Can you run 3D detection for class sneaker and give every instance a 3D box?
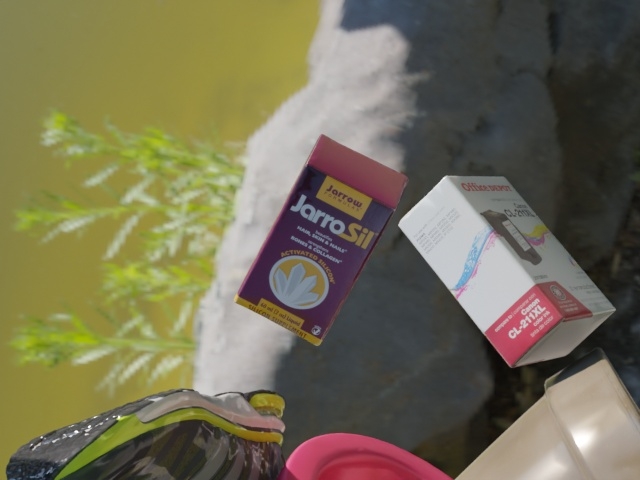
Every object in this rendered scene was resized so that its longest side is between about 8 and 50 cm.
[{"bbox_3d":[-0.097,0.171,1.036,0.111,0.300,0.121,-22,77,26],"label":"sneaker"}]

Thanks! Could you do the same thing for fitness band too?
[{"bbox_3d":[0.063,0.230,1.001,0.291,0.209,0.054,-97,26,-64],"label":"fitness band"}]

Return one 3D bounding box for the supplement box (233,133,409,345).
[{"bbox_3d":[0.000,0.000,1.553,0.104,0.081,0.188,28,119,-1],"label":"supplement box"}]

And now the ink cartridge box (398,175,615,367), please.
[{"bbox_3d":[0.172,0.025,1.397,0.072,0.127,0.175,-47,68,25],"label":"ink cartridge box"}]

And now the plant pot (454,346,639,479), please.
[{"bbox_3d":[0.214,0.301,1.358,0.280,0.323,0.323,-30,66,7],"label":"plant pot"}]
